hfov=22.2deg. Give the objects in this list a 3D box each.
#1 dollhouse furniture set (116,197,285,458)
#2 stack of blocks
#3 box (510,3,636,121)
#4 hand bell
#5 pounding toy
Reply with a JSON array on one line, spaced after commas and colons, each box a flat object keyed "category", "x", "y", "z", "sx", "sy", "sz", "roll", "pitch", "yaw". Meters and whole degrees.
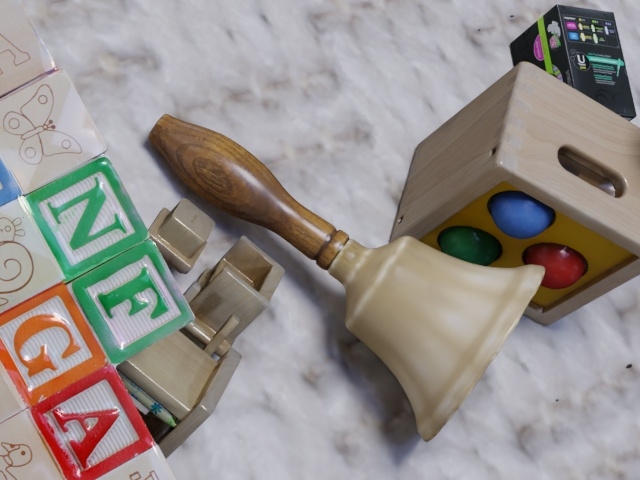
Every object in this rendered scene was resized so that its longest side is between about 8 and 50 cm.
[{"category": "dollhouse furniture set", "x": -0.135, "y": 0.025, "z": 0.898, "sx": 0.182, "sy": 0.101, "sz": 0.161, "roll": 40, "pitch": 30, "yaw": -8}, {"category": "stack of blocks", "x": -0.147, "y": 0.056, "z": 0.753, "sx": 0.171, "sy": 0.087, "sz": 0.297, "roll": -29, "pitch": 95, "yaw": -11}, {"category": "box", "x": 0.175, "y": -0.112, "z": 1.135, "sx": 0.052, "sy": 0.062, "sz": 0.083, "roll": 3, "pitch": 67, "yaw": -28}, {"category": "hand bell", "x": 0.000, "y": 0.000, "z": 0.973, "sx": 0.242, "sy": 0.126, "sz": 0.126, "roll": 35, "pitch": 55, "yaw": 2}, {"category": "pounding toy", "x": 0.176, "y": -0.024, "z": 1.006, "sx": 0.181, "sy": 0.206, "sz": 0.094, "roll": 28, "pitch": 57, "yaw": -17}]
